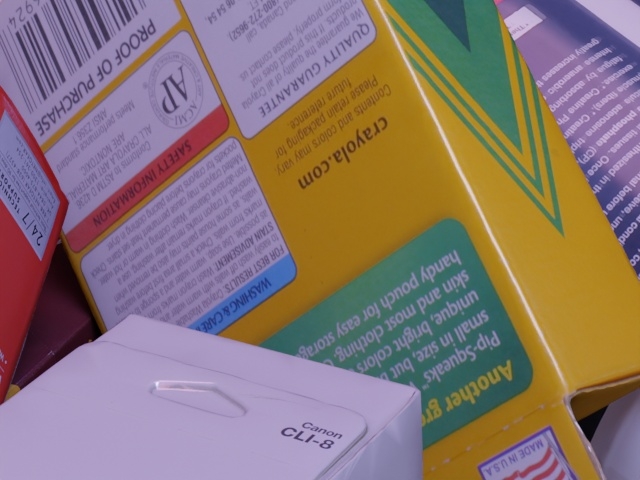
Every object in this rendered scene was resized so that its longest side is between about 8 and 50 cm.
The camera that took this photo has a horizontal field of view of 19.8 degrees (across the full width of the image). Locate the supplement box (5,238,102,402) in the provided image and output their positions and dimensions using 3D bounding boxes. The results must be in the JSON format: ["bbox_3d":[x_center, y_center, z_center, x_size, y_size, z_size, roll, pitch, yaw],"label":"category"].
[{"bbox_3d":[-0.174,0.073,0.844,0.191,0.129,0.194,7,26,20],"label":"supplement box"}]

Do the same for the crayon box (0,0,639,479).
[{"bbox_3d":[0.000,0.000,0.731,0.083,0.323,0.203,-8,-21,-49],"label":"crayon box"}]

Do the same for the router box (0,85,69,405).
[{"bbox_3d":[-0.296,0.080,0.683,0.335,0.082,0.301,0,52,18],"label":"router box"}]

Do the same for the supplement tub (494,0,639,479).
[{"bbox_3d":[0.139,0.012,0.795,0.191,0.191,0.272,-23,53,-37],"label":"supplement tub"}]

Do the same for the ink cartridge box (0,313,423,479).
[{"bbox_3d":[-0.046,0.137,0.631,0.128,0.176,0.127,12,28,29],"label":"ink cartridge box"}]
